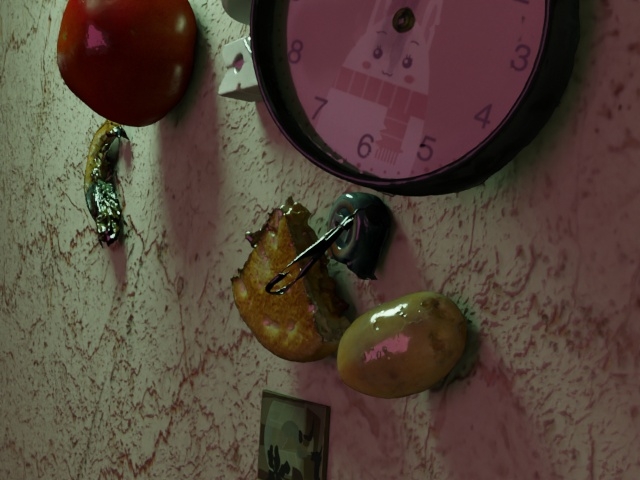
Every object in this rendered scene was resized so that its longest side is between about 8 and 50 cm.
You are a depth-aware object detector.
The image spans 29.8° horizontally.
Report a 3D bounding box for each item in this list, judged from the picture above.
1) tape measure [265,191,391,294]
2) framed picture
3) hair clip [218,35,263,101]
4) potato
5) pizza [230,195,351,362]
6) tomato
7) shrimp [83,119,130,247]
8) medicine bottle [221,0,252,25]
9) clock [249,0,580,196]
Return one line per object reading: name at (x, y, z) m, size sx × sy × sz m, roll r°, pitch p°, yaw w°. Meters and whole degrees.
tape measure at (0.000, -0.004, 1.538) m, size 0.107 × 0.180 × 0.104 m, roll -134°, pitch 38°, yaw -53°
framed picture at (-0.042, 0.294, 1.732) m, size 0.201 × 0.010 × 0.136 m, roll 1°, pitch 88°, yaw 61°
hair clip at (-0.065, -0.261, 1.772) m, size 0.331 × 0.085 × 0.101 m, roll -179°, pitch 95°, yaw -68°
potato at (0.095, 0.125, 1.403) m, size 0.178 × 0.118 × 0.109 m, roll -27°, pitch 98°, yaw 43°
pizza at (-0.036, 0.051, 1.676) m, size 0.289 × 0.081 × 0.228 m, roll 14°, pitch 105°, yaw 60°
tomato at (-0.353, -0.356, 2.166) m, size 0.299 × 0.226 × 0.298 m, roll -20°, pitch 66°, yaw 57°
shrimp at (-0.433, -0.129, 2.456) m, size 0.222 × 0.054 × 0.290 m, roll -60°, pitch 34°, yaw 39°
medicine bottle at (-0.091, -0.460, 1.785) m, size 0.143 × 0.143 × 0.258 m, roll -40°, pitch 52°, yaw 53°
clock at (0.091, -0.239, 1.310) m, size 0.386 × 0.076 × 0.386 m, roll 0°, pitch 91°, yaw 32°
